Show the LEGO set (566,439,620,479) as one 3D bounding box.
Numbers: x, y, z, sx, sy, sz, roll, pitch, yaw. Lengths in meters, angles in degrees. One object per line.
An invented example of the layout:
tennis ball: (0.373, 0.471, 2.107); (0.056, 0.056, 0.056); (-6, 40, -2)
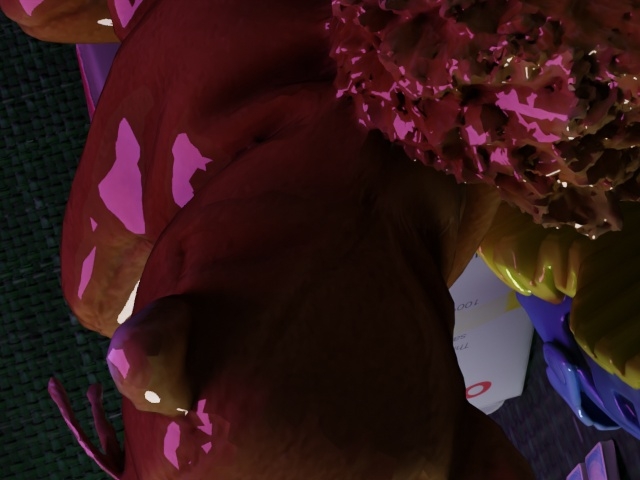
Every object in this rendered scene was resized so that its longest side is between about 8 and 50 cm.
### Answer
LEGO set: (0.182, 0.277, 1.246); (0.182, 0.060, 0.244); (102, 162, -70)

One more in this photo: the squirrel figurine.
squirrel figurine: (0.023, -0.055, 0.768); (0.397, 0.281, 0.370); (-44, 24, 36)

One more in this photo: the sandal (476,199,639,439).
sandal: (0.176, 0.050, 0.880); (0.317, 0.126, 0.138); (-122, 8, -76)

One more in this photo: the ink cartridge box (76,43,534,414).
ink cartridge box: (0.000, 0.000, 1.250); (0.385, 0.279, 0.160); (89, 162, -57)
